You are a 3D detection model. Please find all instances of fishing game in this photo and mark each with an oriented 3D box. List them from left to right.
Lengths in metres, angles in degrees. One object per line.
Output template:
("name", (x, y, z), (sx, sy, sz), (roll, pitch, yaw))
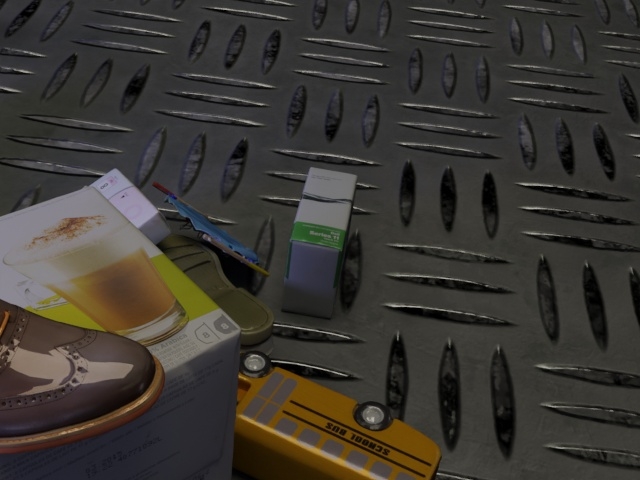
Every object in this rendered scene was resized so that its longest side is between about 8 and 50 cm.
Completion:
("fishing game", (-0.181, -0.009, 1.566), (0.189, 0.041, 0.264), (34, 2, -39))

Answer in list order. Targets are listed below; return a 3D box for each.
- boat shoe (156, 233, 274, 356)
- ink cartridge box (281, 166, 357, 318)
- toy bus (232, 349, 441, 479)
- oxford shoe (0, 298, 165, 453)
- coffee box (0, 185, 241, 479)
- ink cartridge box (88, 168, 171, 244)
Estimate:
("boat shoe", (-0.180, 0.097, 1.458), (0.113, 0.103, 0.302), (-18, 39, -30))
("ink cartridge box", (0.000, 0.000, 1.569), (0.086, 0.153, 0.208), (10, 39, 3))
("toy bus", (-0.011, 0.267, 1.270), (0.332, 0.108, 0.130), (21, 42, 16))
("oxford shoe", (-0.324, 0.100, 0.867), (0.363, 0.133, 0.130), (3, 40, -3))
("coffee box", (-0.328, 0.196, 1.123), (0.337, 0.338, 0.334), (-24, 48, -33))
("ink cartridge box", (-0.367, 0.002, 1.494), (0.232, 0.066, 0.189), (-34, 40, -14))
